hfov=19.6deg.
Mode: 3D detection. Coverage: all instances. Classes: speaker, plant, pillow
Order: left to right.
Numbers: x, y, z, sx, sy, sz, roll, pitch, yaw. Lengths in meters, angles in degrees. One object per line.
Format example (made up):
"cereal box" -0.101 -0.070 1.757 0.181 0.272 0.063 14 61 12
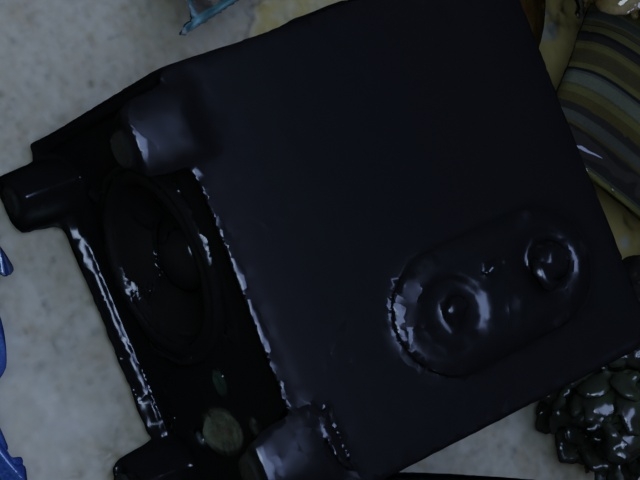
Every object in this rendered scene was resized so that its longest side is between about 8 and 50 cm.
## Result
"speaker" 0.000 0.000 0.979 0.254 0.184 0.232 -22 91 -32
"plant" 0.186 0.078 1.118 0.092 0.094 0.143 32 60 -8
"pillow" 0.238 -0.080 1.191 0.208 0.052 0.212 37 54 -19

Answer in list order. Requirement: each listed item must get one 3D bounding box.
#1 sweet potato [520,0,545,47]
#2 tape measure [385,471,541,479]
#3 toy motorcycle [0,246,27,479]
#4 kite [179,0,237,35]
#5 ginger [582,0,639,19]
"sweet potato" 0.098 -0.156 1.130 0.077 0.077 0.243 4 79 -28
"tape measure" 0.083 0.199 0.960 0.245 0.231 0.149 6 79 -11
"toy motorcycle" -0.201 0.054 0.923 0.114 0.076 0.205 -4 83 -37
"kite" -0.035 -0.294 1.074 0.369 0.014 0.406 9 66 -16
"ginger" 0.172 -0.226 1.080 0.270 0.123 0.218 15 64 -49
